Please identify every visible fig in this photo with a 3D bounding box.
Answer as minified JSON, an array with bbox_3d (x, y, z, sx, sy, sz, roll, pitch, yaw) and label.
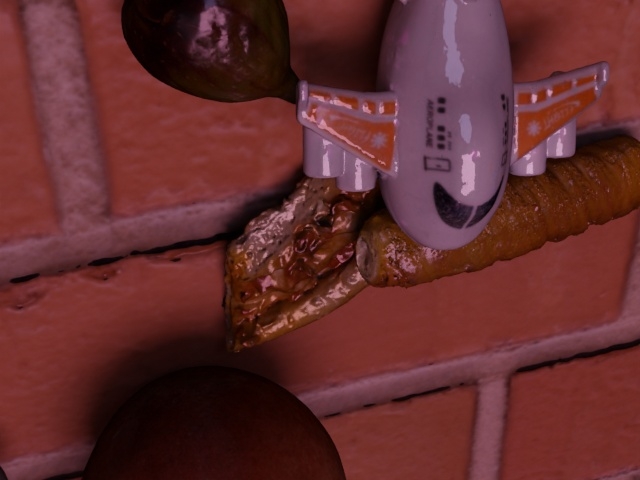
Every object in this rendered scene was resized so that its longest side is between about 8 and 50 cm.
[{"bbox_3d":[-0.062,-0.142,0.896,0.154,0.103,0.109,30,138,-30],"label":"fig"}]

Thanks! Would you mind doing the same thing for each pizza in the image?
[{"bbox_3d":[0.006,0.000,1.088,0.271,0.056,0.134,-35,142,11],"label":"pizza"}]

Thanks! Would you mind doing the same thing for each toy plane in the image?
[{"bbox_3d":[0.095,-0.108,0.944,0.244,0.117,0.245,-6,109,-19],"label":"toy plane"}]

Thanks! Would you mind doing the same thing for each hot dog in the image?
[{"bbox_3d":[0.162,-0.022,1.084,0.289,0.068,0.083,-18,139,-23],"label":"hot dog"}]

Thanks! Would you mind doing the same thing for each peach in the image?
[{"bbox_3d":[-0.098,0.231,1.136,0.252,0.252,0.252,-11,134,-12],"label":"peach"}]

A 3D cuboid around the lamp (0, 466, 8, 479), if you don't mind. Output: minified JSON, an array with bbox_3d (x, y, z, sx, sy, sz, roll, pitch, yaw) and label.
[{"bbox_3d":[-0.323,0.228,1.135,0.105,0.105,0.105,-11,134,-12],"label":"lamp"}]
